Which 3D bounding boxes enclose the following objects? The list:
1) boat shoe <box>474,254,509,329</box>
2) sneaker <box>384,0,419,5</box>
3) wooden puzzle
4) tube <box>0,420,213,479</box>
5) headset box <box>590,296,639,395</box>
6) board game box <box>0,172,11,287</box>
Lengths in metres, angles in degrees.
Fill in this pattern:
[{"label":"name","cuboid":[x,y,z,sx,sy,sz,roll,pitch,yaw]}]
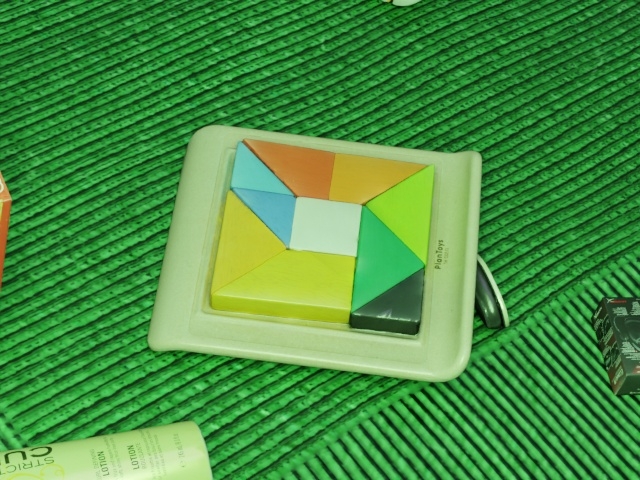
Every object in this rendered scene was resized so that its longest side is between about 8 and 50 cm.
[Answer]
[{"label":"boat shoe","cuboid":[0.106,0.020,1.352,0.042,0.049,0.133,-25,61,-10]},{"label":"sneaker","cuboid":[0.025,-0.290,1.565,0.215,0.084,0.083,38,39,11]},{"label":"wooden puzzle","cuboid":[0.000,0.000,1.307,0.239,0.044,0.221,4,51,4]},{"label":"tube","cuboid":[-0.193,0.172,1.142,0.240,0.062,0.070,-9,15,-16]},{"label":"headset box","cuboid":[0.255,0.086,1.348,0.062,0.032,0.083,0,53,-15]},{"label":"board game box","cuboid":[-0.263,-0.018,1.184,0.045,0.193,0.146,-13,57,-24]}]
